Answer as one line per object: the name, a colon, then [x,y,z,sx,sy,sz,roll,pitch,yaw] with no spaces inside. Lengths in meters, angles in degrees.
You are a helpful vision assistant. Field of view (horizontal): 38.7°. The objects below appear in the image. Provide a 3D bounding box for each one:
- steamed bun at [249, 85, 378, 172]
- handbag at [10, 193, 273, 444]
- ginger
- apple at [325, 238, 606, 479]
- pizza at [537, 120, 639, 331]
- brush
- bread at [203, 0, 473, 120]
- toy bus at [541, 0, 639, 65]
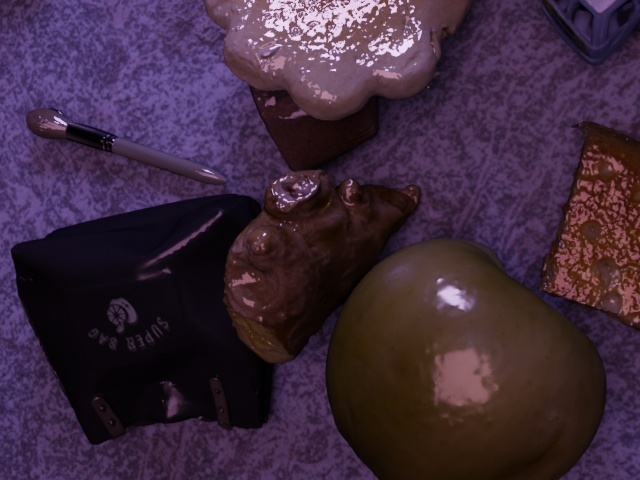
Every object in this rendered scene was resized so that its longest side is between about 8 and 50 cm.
steamed bun: [-0.009,-0.181,1.072,0.144,0.106,0.175,-26,80,13]
handbag: [-0.210,0.109,1.130,0.342,0.152,0.288,-10,100,18]
ginger: [0.000,0.000,1.030,0.123,0.219,0.270,24,56,31]
apple: [0.142,0.148,0.964,0.295,0.233,0.258,43,97,13]
pizza: [0.327,0.013,0.991,0.197,0.058,0.292,-31,82,5]
brush: [-0.254,-0.123,1.191,0.299,0.042,0.039,17,110,13]
bread: [0.020,-0.281,1.028,0.315,0.054,0.316,-2,67,5]
toy bus: [0.378,-0.329,0.931,0.329,0.136,0.109,-41,77,13]
